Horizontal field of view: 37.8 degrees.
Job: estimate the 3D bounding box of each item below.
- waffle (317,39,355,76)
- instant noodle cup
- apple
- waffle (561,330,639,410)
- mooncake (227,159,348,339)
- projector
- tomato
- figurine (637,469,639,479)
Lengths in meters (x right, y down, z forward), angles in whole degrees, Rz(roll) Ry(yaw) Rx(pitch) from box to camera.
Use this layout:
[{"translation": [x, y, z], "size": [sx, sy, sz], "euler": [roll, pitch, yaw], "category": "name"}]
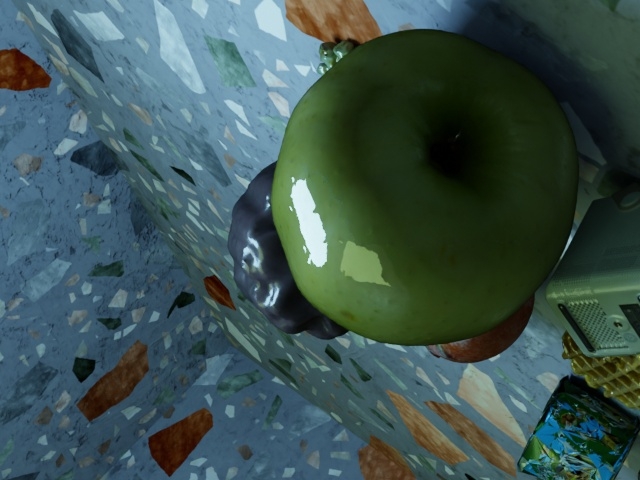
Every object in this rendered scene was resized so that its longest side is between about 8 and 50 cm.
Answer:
[{"translation": [0.117, -0.223, 1.680], "size": [0.309, 0.056, 0.291], "euler": [32, 158, 34], "category": "waffle"}, {"translation": [0.539, 0.419, 1.931], "size": [0.178, 0.240, 0.240], "euler": [27, 156, 23], "category": "instant noodle cup"}, {"translation": [0.141, -0.065, 1.367], "size": [0.474, 0.473, 0.473], "euler": [39, 160, 17], "category": "apple"}, {"translation": [0.552, 0.230, 1.741], "size": [0.253, 0.056, 0.249], "euler": [31, 156, 37], "category": "waffle"}, {"translation": [0.000, 0.000, 1.820], "size": [0.351, 0.381, 0.212], "euler": [30, -175, -28], "category": "mooncake"}, {"translation": [0.449, 0.034, 1.294], "size": [0.177, 0.242, 0.163], "euler": [-12, 122, 48], "category": "projector"}, {"translation": [0.274, 0.092, 1.739], "size": [0.265, 0.265, 0.265], "euler": [39, 160, 17], "category": "tomato"}, {"translation": [0.764, 0.532, 1.907], "size": [0.141, 0.166, 0.250], "euler": [-23, 146, 32], "category": "figurine"}]
